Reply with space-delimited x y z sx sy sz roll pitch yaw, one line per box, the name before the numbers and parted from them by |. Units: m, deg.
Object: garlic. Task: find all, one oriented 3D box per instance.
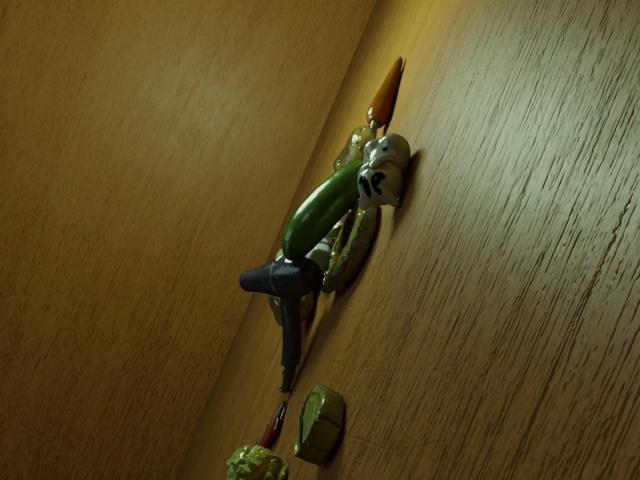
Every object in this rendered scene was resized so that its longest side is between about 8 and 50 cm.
garlic | 0.057 -0.037 1.991 0.084 0.066 0.152 -33 17 29

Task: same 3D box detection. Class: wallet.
wallet | -0.138 0.510 1.889 0.103 0.020 0.196 -77 13 -50

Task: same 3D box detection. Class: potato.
potato | 0.100 -0.272 2.271 0.200 0.081 0.164 -63 8 12

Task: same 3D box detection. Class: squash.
squash | 0.026 -0.099 1.873 0.395 0.107 0.107 -46 -2 -28

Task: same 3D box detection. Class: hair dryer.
hair dryer | -0.110 0.220 1.910 0.301 0.121 0.361 -11 78 52

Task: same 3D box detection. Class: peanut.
peanut | -0.074 0.123 2.102 0.313 0.152 0.152 -78 14 -53

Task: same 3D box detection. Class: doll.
doll | 0.141 -0.157 1.622 0.110 0.107 0.180 -12 40 35

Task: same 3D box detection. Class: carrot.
carrot | 0.196 -0.443 2.179 0.069 0.069 0.336 -55 12 54

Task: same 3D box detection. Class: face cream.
face cream | 0.000 0.000 2.102 0.345 0.102 0.102 -90 24 -69

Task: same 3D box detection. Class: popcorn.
popcorn | -0.151 0.518 1.583 0.135 0.162 0.141 52 164 46

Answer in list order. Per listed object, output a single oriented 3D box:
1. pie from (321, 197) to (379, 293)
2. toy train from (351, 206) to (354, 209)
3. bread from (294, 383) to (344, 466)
pie | 0.070 0.013 1.791 0.274 0.055 0.274 -156 90 -81
toy train | 0.091 -0.107 2.094 0.083 0.017 0.017 -84 17 -65
bread | 0.000 0.340 1.349 0.117 0.064 0.156 -56 12 34
